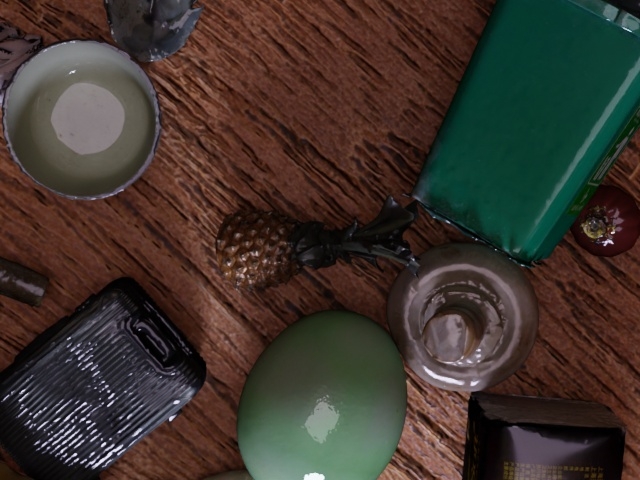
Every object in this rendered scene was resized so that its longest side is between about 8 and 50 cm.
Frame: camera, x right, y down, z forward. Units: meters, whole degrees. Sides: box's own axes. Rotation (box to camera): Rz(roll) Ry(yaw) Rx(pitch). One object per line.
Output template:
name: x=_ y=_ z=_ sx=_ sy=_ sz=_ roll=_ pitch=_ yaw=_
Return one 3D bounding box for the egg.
egg: x=0.005 y=0.223 z=1.704 sx=0.220 sy=0.220 sz=0.269 roll=28 pitch=90 yaw=-3

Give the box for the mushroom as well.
mushroom: x=0.189 y=0.095 z=1.713 sx=0.206 sy=0.209 sz=0.206 roll=-3 pitch=67 yaw=6

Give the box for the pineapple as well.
pineapple: x=0.000 y=0.000 z=1.693 sx=0.277 sy=0.119 sz=0.130 roll=-5 pitch=132 yaw=20

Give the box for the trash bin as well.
trash bin: x=0.277 y=-0.182 z=1.644 sx=0.295 sy=0.259 sz=0.381 roll=32 pitch=100 yaw=17

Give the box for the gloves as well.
gloves: x=-0.471 y=-0.234 z=1.711 sx=0.212 sy=0.111 sz=0.127 roll=-10 pitch=91 yaw=8

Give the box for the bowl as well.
bowl: x=-0.310 y=-0.163 z=1.714 sx=0.211 sy=0.112 sz=0.211 roll=0 pitch=97 yaw=0

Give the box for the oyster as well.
oyster: x=-0.242 y=-0.377 z=1.706 sx=0.199 sy=0.087 sz=0.252 roll=-42 pitch=102 yaw=-6

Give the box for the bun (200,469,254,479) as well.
bun: x=-0.122 y=0.458 z=1.759 sx=0.259 sy=0.160 sz=0.259 roll=0 pitch=96 yaw=-4

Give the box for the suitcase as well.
suitcase: x=-0.319 y=0.206 z=1.742 sx=0.312 sy=0.128 sz=0.202 roll=-40 pitch=97 yaw=6

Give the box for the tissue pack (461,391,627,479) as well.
tissue pack: x=0.293 y=0.408 z=1.739 sx=0.210 sy=0.198 sz=0.370 roll=5 pitch=96 yaw=-4

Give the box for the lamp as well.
lamp: x=0.389 y=-0.027 z=1.751 sx=0.101 sy=0.090 sz=0.101 roll=9 pitch=108 yaw=30

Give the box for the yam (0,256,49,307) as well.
yam: x=-0.503 y=0.021 z=1.757 sx=0.274 sy=0.061 sz=0.061 roll=22 pitch=95 yaw=-3

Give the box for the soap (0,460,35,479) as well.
soap: x=-0.471 y=0.365 z=1.615 sx=0.135 sy=0.233 sz=0.076 roll=26 pitch=128 yaw=17
